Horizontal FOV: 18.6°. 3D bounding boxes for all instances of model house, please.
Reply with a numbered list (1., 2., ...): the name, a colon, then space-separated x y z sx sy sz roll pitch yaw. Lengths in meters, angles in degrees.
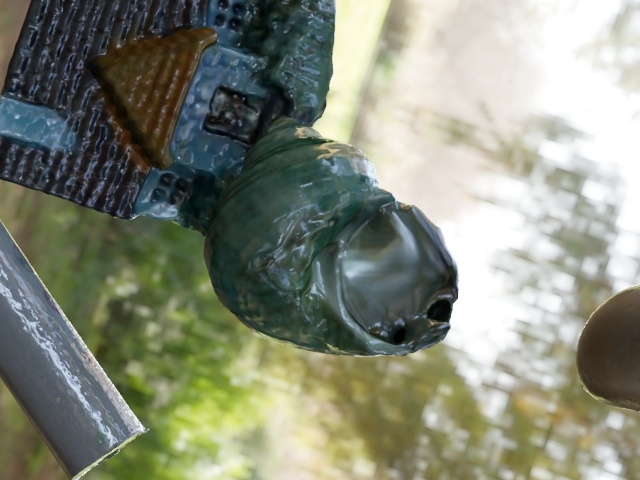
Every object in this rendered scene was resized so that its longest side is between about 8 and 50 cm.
1. model house: -0.156 -0.151 1.667 0.226 0.241 0.261 24 -83 48

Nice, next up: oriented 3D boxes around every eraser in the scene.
1. eraser: -0.240 0.089 1.627 0.081 0.227 0.174 -35 178 -13

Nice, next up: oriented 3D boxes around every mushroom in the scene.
1. mushroom: 0.349 0.144 1.862 0.207 0.207 0.215 -64 149 -83

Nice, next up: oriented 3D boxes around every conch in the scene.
1. conch: -0.002 -0.003 1.574 0.134 0.196 0.202 -1 -81 61
